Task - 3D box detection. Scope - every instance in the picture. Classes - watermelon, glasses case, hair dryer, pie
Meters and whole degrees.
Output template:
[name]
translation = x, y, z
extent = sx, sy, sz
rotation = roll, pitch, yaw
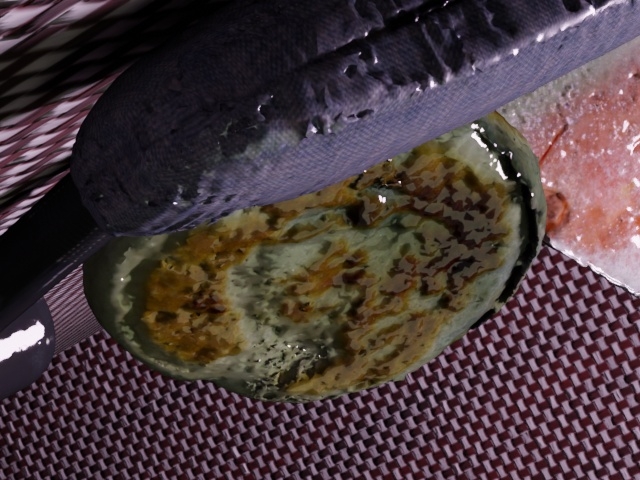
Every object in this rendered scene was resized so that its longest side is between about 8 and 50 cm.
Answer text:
[watermelon]
translation = 0.199, -0.068, 1.225
extent = 0.261, 0.201, 0.213
rotation = -32, -173, -2
[glasses case]
translation = 0.049, -0.074, 0.569
extent = 0.282, 0.067, 0.109
rotation = -29, -177, -27
[hair dryer]
translation = -0.127, 0.017, 0.790
extent = 0.255, 0.070, 0.128
rotation = -34, 176, 38
[pie]
translation = 0.000, 0.000, 0.917
extent = 0.240, 0.054, 0.240
rotation = -10, 139, -9
